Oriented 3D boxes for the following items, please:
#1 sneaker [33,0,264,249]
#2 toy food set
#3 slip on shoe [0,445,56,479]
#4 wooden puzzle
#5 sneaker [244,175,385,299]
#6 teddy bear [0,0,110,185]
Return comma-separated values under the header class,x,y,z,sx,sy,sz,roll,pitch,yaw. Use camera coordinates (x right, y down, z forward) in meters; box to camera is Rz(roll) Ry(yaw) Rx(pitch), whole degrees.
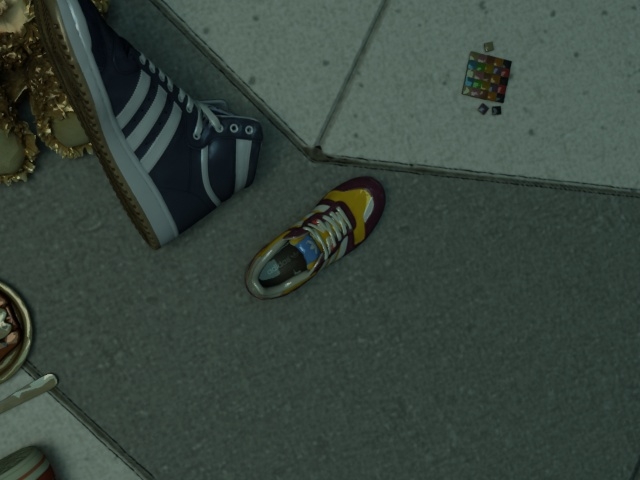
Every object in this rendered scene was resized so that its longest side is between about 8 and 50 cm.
class,x,y,z,sx,sy,sz,roll,pitch,yaw
sneaker,-0.153,-0.137,0.761,0.153,0.099,0.282,-30,130,-17
toy food set,-0.367,0.099,0.816,0.132,0.038,0.192,-30,94,-6
slip on shoe,-0.404,0.333,0.779,0.331,0.123,0.101,-31,98,-10
wooden puzzle,0.188,-0.184,0.894,0.049,0.006,0.083,12,89,-7
sneaker,0.000,0.000,0.835,0.185,0.084,0.069,-42,95,-4
teddy bear,-0.337,-0.224,0.795,0.245,0.113,0.338,-38,102,1
